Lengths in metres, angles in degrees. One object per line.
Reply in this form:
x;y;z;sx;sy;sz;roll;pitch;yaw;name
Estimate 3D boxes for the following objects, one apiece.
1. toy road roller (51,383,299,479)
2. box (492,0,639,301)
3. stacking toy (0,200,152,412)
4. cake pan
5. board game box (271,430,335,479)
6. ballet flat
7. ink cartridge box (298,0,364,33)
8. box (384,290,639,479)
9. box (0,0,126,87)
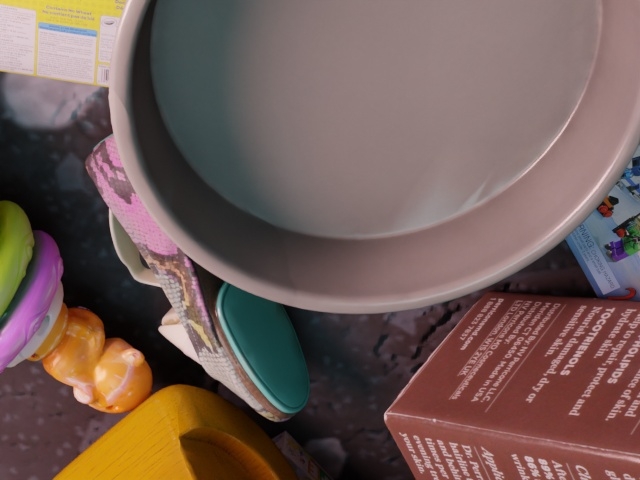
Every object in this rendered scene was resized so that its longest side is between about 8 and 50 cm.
-0.044;0.236;0.857;0.202;0.241;0.329;-39;149;20;toy road roller
0.210;-0.059;0.775;0.159;0.044;0.233;-27;116;16;box
-0.223;0.026;0.785;0.302;0.166;0.175;35;130;-29;stacking toy
0.035;-0.089;0.679;0.293;0.054;0.293;-5;126;-6;cake pan
-0.054;0.219;0.947;0.154;0.026;0.103;-35;113;19;board game box
-0.082;0.024;0.820;0.079;0.077;0.222;-14;115;30;ballet flat
-0.048;-0.320;0.577;0.385;0.091;0.308;39;109;-11;ink cartridge box
0.242;0.147;0.727;0.381;0.143;0.191;4;130;46;box
-0.137;-0.179;0.716;0.105;0.043;0.179;9;121;-3;box
